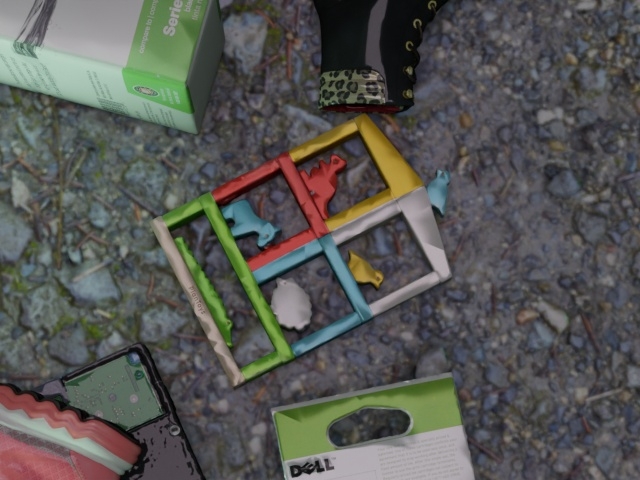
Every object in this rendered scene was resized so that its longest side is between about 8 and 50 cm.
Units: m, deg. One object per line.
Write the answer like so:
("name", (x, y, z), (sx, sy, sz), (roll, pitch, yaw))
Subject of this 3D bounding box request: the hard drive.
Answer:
("hard drive", (-0.209, 0.298, 1.778), (0.237, 0.064, 0.339), (-25, 82, -4))

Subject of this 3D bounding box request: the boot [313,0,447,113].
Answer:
("boot", (0.104, -0.219, 1.857), (0.236, 0.085, 0.179), (-1, 82, 6))

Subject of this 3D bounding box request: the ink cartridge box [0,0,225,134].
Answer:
("ink cartridge box", (-0.241, -0.209, 1.796), (0.272, 0.198, 0.115), (15, 80, 2))

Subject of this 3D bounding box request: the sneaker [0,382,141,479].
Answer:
("sneaker", (-0.333, 0.189, 1.709), (0.313, 0.116, 0.136), (20, 82, 4))

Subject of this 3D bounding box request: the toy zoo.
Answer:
("toy zoo", (0.000, 0.000, 1.845), (0.293, 0.030, 0.192), (-28, 81, -5))

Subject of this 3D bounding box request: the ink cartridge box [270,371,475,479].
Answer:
("ink cartridge box", (0.067, 0.273, 1.767), (0.188, 0.097, 0.255), (-11, 79, -2))
